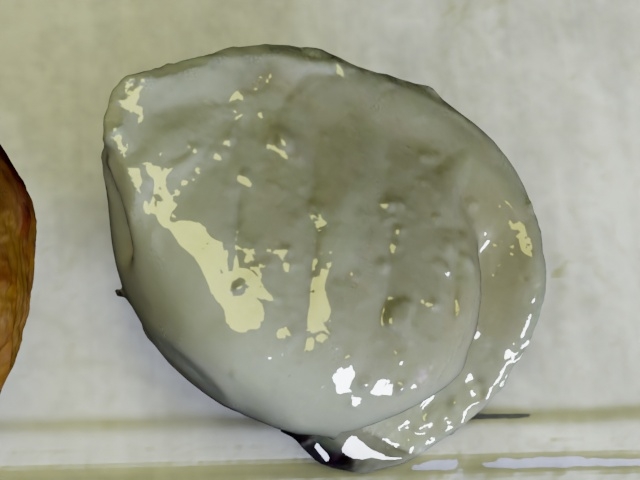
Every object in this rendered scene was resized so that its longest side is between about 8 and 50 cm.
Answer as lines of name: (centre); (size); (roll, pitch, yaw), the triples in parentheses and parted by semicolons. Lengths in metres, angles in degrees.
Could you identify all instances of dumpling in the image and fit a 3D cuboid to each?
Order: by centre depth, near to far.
dumpling: (0.001, 0.001, 0.708); (0.150, 0.092, 0.176); (-43, 87, -18)

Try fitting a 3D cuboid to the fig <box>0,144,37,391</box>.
fig: (-0.148, 0.048, 0.667); (0.134, 0.201, 0.146); (-7, 33, 21)
